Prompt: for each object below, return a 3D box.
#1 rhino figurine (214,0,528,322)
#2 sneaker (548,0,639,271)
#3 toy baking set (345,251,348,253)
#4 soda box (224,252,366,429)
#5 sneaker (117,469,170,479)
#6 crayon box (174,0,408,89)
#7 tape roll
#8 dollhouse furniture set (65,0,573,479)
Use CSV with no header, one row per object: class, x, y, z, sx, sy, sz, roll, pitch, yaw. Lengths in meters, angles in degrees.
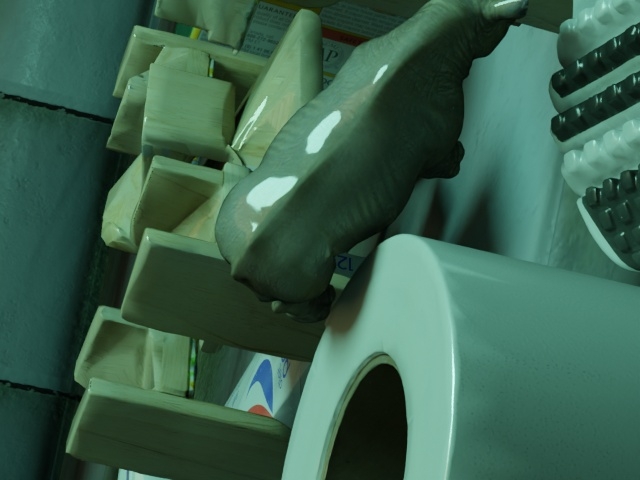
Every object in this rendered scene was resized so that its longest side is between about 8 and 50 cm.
rhino figurine,0.037,-0.063,0.811,0.243,0.073,0.106,-50,-17,8
sneaker,0.181,-0.128,0.780,0.110,0.118,0.292,-16,68,63
toy baking set,0.005,-0.005,1.284,0.197,0.030,0.256,-48,-7,-15
soda box,-0.004,0.126,1.266,0.286,0.098,0.091,122,156,-50
sneaker,-0.049,0.258,1.194,0.282,0.102,0.161,65,152,3
crayon box,0.027,-0.218,1.234,0.323,0.203,0.083,121,157,-48
tape roll,0.091,0.132,0.770,0.246,0.169,0.246,-167,90,-76
dollhouse furniture set,0.019,-0.087,1.042,0.362,0.256,0.394,-90,19,-46
